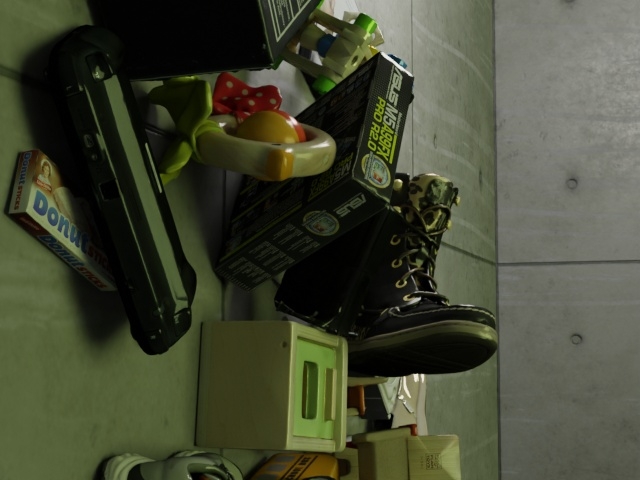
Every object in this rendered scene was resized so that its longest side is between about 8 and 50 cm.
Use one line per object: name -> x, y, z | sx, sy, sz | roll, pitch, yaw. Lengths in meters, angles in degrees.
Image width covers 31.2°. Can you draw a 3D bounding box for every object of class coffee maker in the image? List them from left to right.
coffee maker -> 0.026, 0.024, 1.450 | 0.171, 0.120, 0.178 | 132, -19, -88

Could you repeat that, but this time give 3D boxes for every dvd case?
dvd case -> 0.017, -0.333, 1.862 | 0.180, 0.022, 0.253 | 60, 33, -55

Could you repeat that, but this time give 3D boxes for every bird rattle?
bird rattle -> -0.081, -0.107, 1.298 | 0.253, 0.207, 0.143 | -8, 114, -62

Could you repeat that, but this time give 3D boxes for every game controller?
game controller -> -0.190, -0.050, 1.127 | 0.166, 0.067, 0.319 | -102, 178, -69

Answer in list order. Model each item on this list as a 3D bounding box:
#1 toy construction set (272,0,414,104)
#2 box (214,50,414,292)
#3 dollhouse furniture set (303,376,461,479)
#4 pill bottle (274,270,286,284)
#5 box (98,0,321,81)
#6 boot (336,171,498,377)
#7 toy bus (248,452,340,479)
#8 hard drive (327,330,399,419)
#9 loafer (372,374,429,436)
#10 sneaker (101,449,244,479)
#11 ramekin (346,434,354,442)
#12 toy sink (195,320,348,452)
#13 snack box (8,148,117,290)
toy construction set -> 0.025, -0.253, 1.617 | 0.151, 0.215, 0.328 | -61, 166, 11
box -> -0.009, -0.081, 1.405 | 0.060, 0.270, 0.216 | 34, 46, -24
dollhouse furniture set -> 0.079, 0.320, 1.621 | 0.259, 0.135, 0.262 | 150, -60, -67
pill bottle -> 0.007, -0.047, 1.635 | 0.131, 0.131, 0.229 | 53, 39, -60
box -> -0.119, -0.359, 1.203 | 0.294, 0.183, 0.296 | -61, 143, -56
boot -> 0.136, 0.042, 1.615 | 0.377, 0.138, 0.284 | 152, -49, -67
toy bus -> -0.058, 0.367, 1.404 | 0.333, 0.130, 0.108 | -32, 120, -69
hard drive -> 0.079, 0.113, 1.948 | 0.237, 0.064, 0.339 | -74, 154, -43
loafer -> 0.140, 0.304, 2.066 | 0.268, 0.092, 0.102 | -94, -164, -44
sneaker -> -0.133, 0.276, 1.228 | 0.271, 0.108, 0.100 | 28, 60, -71
ramekin -> 0.095, 0.426, 1.893 | 0.207, 0.109, 0.207 | -2, 90, -72
toy sink -> -0.044, 0.189, 1.445 | 0.234, 0.131, 0.152 | 30, 60, -66
snack box -> -0.234, -0.015, 1.079 | 0.178, 0.022, 0.064 | 55, 36, -59
